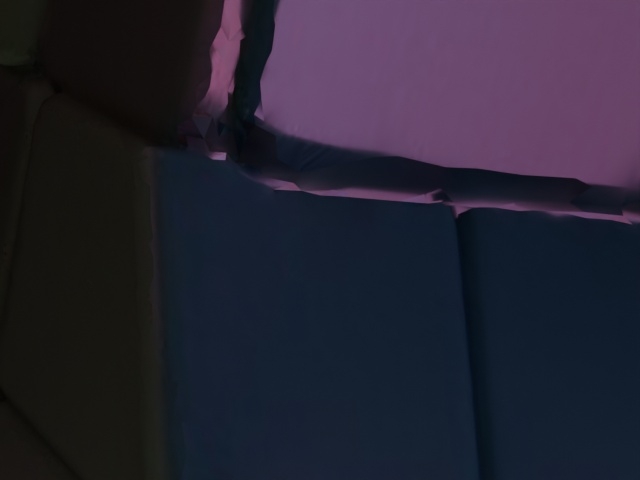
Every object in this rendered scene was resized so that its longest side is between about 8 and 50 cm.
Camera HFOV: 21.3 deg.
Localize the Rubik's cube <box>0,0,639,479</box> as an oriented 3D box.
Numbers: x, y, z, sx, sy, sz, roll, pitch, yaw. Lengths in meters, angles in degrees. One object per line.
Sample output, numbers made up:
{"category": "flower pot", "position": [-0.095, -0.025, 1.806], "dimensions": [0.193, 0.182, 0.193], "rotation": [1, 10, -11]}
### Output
{"category": "Rubik's cube", "position": [0.000, 0.000, 0.587], "dimensions": [0.387, 0.368, 0.358], "rotation": [8, 100, -30]}
